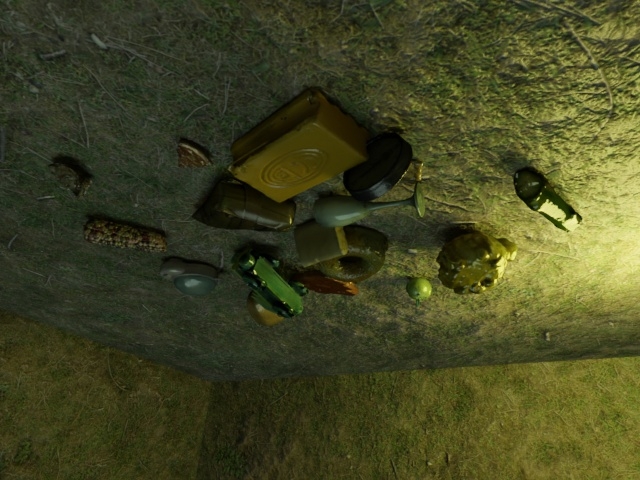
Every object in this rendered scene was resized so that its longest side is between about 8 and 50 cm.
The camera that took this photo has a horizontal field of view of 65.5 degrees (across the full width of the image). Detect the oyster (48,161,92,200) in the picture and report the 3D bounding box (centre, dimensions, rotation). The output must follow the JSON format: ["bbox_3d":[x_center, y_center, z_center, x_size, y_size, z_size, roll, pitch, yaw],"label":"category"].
[{"bbox_3d":[-0.720,-0.173,1.448,0.105,0.056,0.177,16,151,4],"label":"oyster"}]

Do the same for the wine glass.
[{"bbox_3d":[0.168,-0.061,1.481,0.309,0.096,0.264,-7,154,24],"label":"wine glass"}]

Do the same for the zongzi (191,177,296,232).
[{"bbox_3d":[-0.233,-0.075,1.504,0.260,0.123,0.289,14,160,-23],"label":"zongzi"}]

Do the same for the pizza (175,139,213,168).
[{"bbox_3d":[-0.344,-0.233,1.312,0.100,0.029,0.099,-5,143,12],"label":"pizza"}]

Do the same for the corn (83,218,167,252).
[{"bbox_3d":[-0.666,-0.015,1.704,0.280,0.092,0.092,10,152,-18],"label":"corn"}]

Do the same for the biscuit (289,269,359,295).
[{"bbox_3d":[0.018,0.157,1.921,0.283,0.043,0.306,10,163,0],"label":"biscuit"}]

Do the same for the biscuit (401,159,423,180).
[{"bbox_3d":[0.230,-0.184,1.321,0.081,0.018,0.083,0,152,6],"label":"biscuit"}]

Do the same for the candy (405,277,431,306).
[{"bbox_3d":[0.397,0.229,2.022,0.093,0.092,0.335,-34,158,-5],"label":"candy"}]

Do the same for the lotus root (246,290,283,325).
[{"bbox_3d":[-0.233,0.296,2.165,0.146,0.131,0.303,-1,151,14],"label":"lotus root"}]

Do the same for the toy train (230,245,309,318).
[{"bbox_3d":[-0.210,0.155,1.869,0.237,0.150,0.369,14,152,44],"label":"toy train"}]

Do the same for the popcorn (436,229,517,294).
[{"bbox_3d":[0.494,0.060,1.591,0.265,0.192,0.233,-17,137,-9],"label":"popcorn"}]

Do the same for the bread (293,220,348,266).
[{"bbox_3d":[0.000,0.000,1.587,0.178,0.140,0.060,-17,171,37],"label":"bread"}]

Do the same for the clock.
[{"bbox_3d":[0.132,-0.177,1.179,0.184,0.185,0.040,-21,132,39],"label":"clock"}]

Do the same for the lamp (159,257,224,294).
[{"bbox_3d":[-0.518,0.154,1.970,0.245,0.108,0.179,23,143,-29],"label":"lamp"}]

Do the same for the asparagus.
[{"bbox_3d":[0.641,-0.090,1.371,0.343,0.085,0.082,29,119,-34],"label":"asparagus"}]

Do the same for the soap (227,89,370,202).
[{"bbox_3d":[-0.062,-0.216,1.222,0.324,0.096,0.204,-22,143,40],"label":"soap"}]

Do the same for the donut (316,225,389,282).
[{"bbox_3d":[0.099,0.054,1.695,0.271,0.107,0.272,2,151,1],"label":"donut"}]
